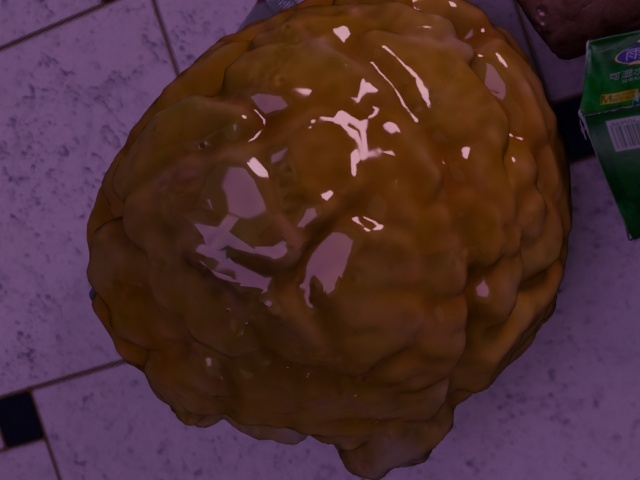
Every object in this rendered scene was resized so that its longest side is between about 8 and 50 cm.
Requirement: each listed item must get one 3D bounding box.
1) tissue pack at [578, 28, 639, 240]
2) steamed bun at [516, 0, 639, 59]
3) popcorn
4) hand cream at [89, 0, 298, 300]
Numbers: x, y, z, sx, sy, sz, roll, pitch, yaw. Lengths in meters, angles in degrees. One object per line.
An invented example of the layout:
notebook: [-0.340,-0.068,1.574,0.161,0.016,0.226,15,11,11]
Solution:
tissue pack: [0.321,-0.109,1.175,0.209,0.156,0.148,-11,130,24]
steamed bun: [0.214,-0.239,1.216,0.145,0.106,0.175,-22,103,21]
popcorn: [0.014,-0.012,1.209,0.344,0.354,0.390,45,111,20]
hand cream: [-0.103,-0.066,1.415,0.124,0.078,0.340,44,105,12]
